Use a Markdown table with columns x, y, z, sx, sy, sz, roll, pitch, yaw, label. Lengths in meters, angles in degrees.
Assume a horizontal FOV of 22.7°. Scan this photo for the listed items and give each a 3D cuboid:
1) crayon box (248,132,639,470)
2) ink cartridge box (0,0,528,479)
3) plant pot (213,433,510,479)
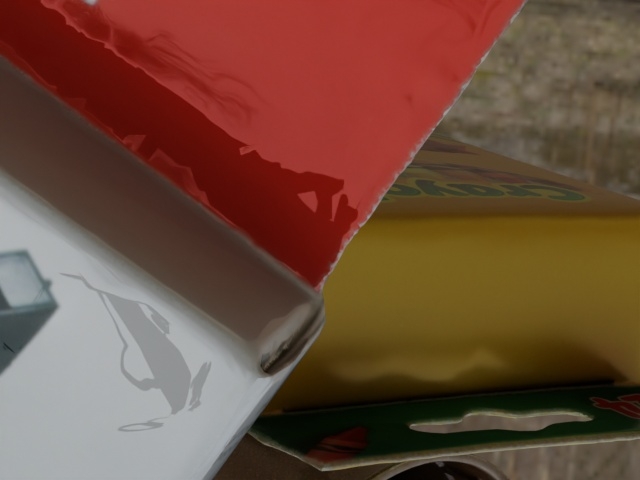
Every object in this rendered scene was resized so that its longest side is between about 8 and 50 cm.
| x | y | z | sx | sy | sz | roll | pitch | yaw | label |
| --- | --- | --- | --- | --- | --- | --- | --- | --- | --- |
| 0.000 | 0.000 | 0.672 | 0.202 | 0.081 | 0.318 | -1 | -164 | -35 | crayon box |
| -0.115 | -0.054 | 0.378 | 0.275 | 0.239 | 0.060 | 36 | -155 | 5 | ink cartridge box |
| -0.005 | 0.160 | 0.846 | 0.167 | 0.167 | 0.165 | 14 | -173 | -41 | plant pot |
